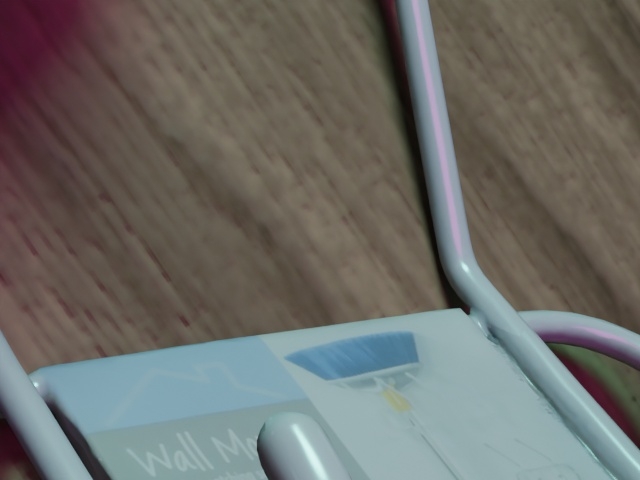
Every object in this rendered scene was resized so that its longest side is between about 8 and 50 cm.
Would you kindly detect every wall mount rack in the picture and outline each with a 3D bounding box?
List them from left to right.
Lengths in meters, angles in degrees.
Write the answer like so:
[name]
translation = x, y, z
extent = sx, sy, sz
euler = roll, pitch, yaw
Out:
[wall mount rack]
translation = 0.000, 0.000, 0.573
extent = 0.350, 0.130, 0.304
euler = -5, 42, -37
